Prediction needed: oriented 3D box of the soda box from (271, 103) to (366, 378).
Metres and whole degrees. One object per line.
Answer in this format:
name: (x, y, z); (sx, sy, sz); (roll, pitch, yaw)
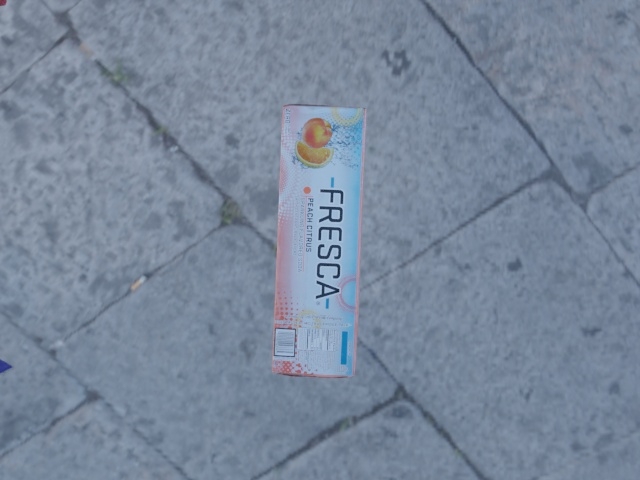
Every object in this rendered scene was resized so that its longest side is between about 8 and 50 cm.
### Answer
soda box: (0.000, 0.000, 0.719); (0.058, 0.063, 0.183); (3, 93, 2)

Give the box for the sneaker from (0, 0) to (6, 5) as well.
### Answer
sneaker: (-0.333, -0.167, 0.824); (0.125, 0.262, 0.104); (11, 162, 24)

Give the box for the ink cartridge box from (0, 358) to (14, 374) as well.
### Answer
ink cartridge box: (-0.452, 0.124, 0.823); (0.176, 0.371, 0.069); (21, 120, 37)
